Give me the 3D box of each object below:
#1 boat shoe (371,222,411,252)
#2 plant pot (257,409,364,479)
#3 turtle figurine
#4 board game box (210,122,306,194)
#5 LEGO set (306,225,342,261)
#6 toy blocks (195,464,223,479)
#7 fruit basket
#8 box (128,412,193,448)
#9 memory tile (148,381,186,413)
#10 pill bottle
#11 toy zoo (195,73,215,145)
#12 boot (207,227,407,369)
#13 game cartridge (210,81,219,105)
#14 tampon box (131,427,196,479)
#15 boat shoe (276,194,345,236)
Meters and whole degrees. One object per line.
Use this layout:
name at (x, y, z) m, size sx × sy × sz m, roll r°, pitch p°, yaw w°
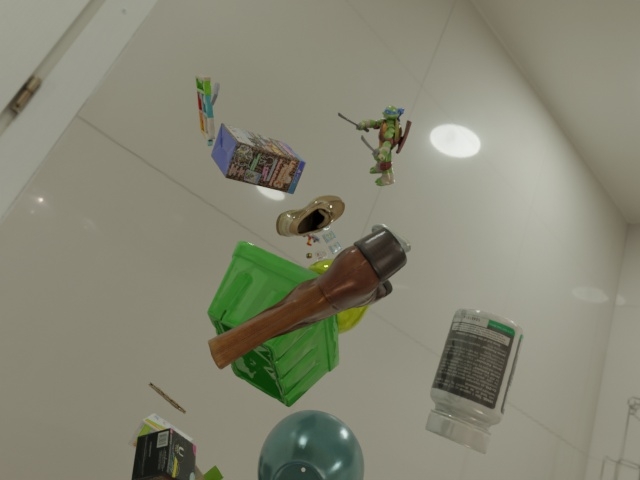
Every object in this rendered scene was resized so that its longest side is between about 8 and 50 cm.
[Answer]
boat shoe at (0.287, -0.005, 2.022) m, size 0.227 × 0.081 × 0.079 m, roll 35°, pitch -37°, yaw 43°
plant pot at (-0.037, 0.602, 1.191) m, size 0.290 × 0.290 × 0.195 m, roll 20°, pitch -6°, yaw 11°
turtle figurine at (0.178, -0.330, 1.638) m, size 0.197 × 0.274 × 0.266 m, roll 32°, pitch -38°, yaw 38°
board game box at (-0.245, -0.317, 1.818) m, size 0.290 × 0.141 × 0.232 m, roll 11°, pitch 24°, yaw -33°
LEGO set at (0.000, 0.000, 2.334) m, size 0.060 × 0.244 × 0.183 m, roll -34°, pitch -95°, yaw 46°
toy blocks at (-0.474, 0.904, 1.521) m, size 0.190 × 0.381 × 0.261 m, roll 39°, pitch -29°, yaw 33°
fruit basket at (-0.039, 0.148, 1.077) m, size 0.282 × 0.392 × 0.392 m, roll 23°, pitch -19°, yaw 22°
box at (-0.633, 0.802, 1.865) m, size 0.203 × 0.114 × 0.103 m, roll 31°, pitch -2°, yaw 7°
memory tile at (-0.539, 0.553, 1.644) m, size 0.148 × 0.012 × 0.113 m, roll 50°, pitch -30°, yaw -21°
pill bottle at (0.435, 0.395, 1.338) m, size 0.204 × 0.361 × 0.204 m, roll 21°, pitch -16°, yaw 6°
toy zoo at (-0.489, -0.549, 1.996) m, size 0.030 × 0.294 × 0.192 m, roll -10°, pitch 26°, yaw -22°
boot at (-0.019, 0.110, 0.687) m, size 0.096 × 0.280 × 0.264 m, roll 56°, pitch -10°, yaw 5°
game cartridge at (-0.371, -0.520, 1.648) m, size 0.017 × 0.083 × 0.056 m, roll 14°, pitch -47°, yaw -22°
tampon box at (-0.425, 0.613, 1.290) m, size 0.101 × 0.121 × 0.161 m, roll -16°, pitch -43°, yaw 7°
boat shoe at (-0.008, -0.081, 1.727) m, size 0.110 × 0.341 × 0.122 m, roll 12°, pitch -62°, yaw 40°
